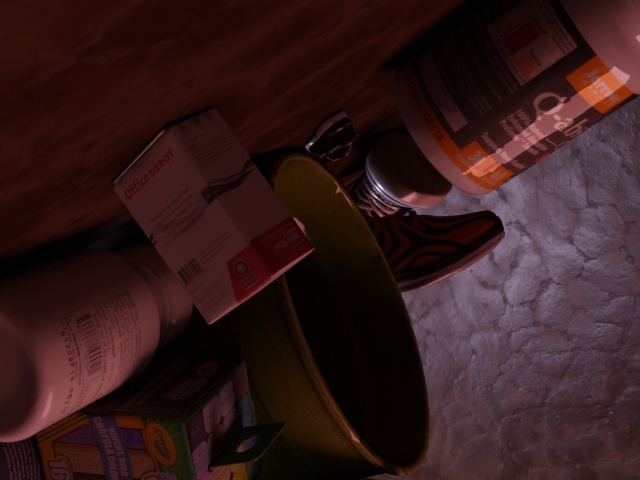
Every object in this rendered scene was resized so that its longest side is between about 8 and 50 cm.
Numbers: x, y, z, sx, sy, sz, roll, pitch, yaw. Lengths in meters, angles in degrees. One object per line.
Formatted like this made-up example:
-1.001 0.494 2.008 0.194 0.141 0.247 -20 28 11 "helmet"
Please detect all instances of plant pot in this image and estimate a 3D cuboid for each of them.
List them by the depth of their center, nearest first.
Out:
-0.115 0.134 1.334 0.353 0.366 0.366 -21 180 19 "plant pot"

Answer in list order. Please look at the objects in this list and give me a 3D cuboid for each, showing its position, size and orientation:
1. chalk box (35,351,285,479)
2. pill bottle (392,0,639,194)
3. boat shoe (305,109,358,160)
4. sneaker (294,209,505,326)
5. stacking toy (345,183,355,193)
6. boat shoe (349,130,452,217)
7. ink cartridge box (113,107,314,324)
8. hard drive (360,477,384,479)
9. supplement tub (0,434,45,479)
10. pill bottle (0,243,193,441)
-0.138 0.190 1.114 0.213 0.132 0.132 2 -159 23 "chalk box"
0.220 -0.179 1.156 0.278 0.162 0.162 -35 176 26 "pill bottle"
0.016 -0.106 1.304 0.046 0.038 0.125 -32 176 -16 "boat shoe"
0.063 -0.019 1.500 0.321 0.180 0.124 -19 -174 -2 "sneaker"
0.000 0.000 1.901 0.175 0.166 0.302 -24 -162 42 "stacking toy"
0.103 -0.071 1.730 0.158 0.127 0.340 -43 173 21 "boat shoe"
-0.084 -0.019 0.912 0.056 0.135 0.099 -33 178 -44 "ink cartridge box"
-0.074 0.291 1.212 0.307 0.040 0.203 -7 174 -21 "hard drive"
-0.350 0.207 1.134 0.191 0.191 0.272 -34 175 21 "supplement tub"
-0.217 0.078 1.049 0.131 0.131 0.229 -35 175 31 "pill bottle"
